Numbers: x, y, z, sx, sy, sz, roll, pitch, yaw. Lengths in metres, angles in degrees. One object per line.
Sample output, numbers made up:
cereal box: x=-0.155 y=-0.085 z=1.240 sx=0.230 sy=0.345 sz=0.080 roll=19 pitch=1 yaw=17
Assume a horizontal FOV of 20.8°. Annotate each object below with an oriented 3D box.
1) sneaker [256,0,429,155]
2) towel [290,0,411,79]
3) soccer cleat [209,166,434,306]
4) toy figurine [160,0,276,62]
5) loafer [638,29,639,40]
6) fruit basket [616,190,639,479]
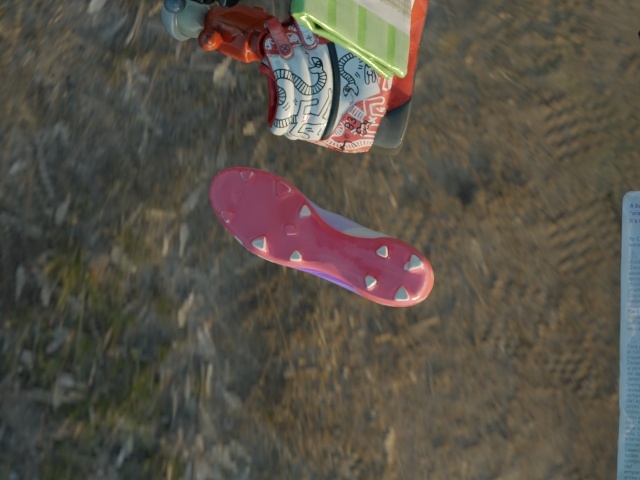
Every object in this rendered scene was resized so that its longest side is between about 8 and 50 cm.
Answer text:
sneaker: x=0.022 y=-0.217 z=1.617 sx=0.145 sy=0.090 sz=0.270 roll=6 pitch=100 yaw=-10
towel: x=0.020 y=-0.193 z=1.154 sx=0.113 sy=0.023 sz=0.152 roll=26 pitch=59 yaw=-42
soccer cleat: x=0.000 y=0.000 z=1.783 sx=0.248 sy=0.095 sz=0.083 roll=24 pitch=87 yaw=6
toy figurine: x=-0.088 y=-0.295 z=1.686 sx=0.148 sy=0.209 sz=0.213 roll=23 pitch=82 yaw=25
loafer: x=0.270 y=-0.212 z=1.113 sx=0.078 sy=0.076 sz=0.223 roll=43 pitch=120 yaw=16
fruit basket: x=0.408 y=0.132 z=1.445 sx=0.327 sy=0.165 sz=0.353 roll=-1 pitch=78 yaw=25
